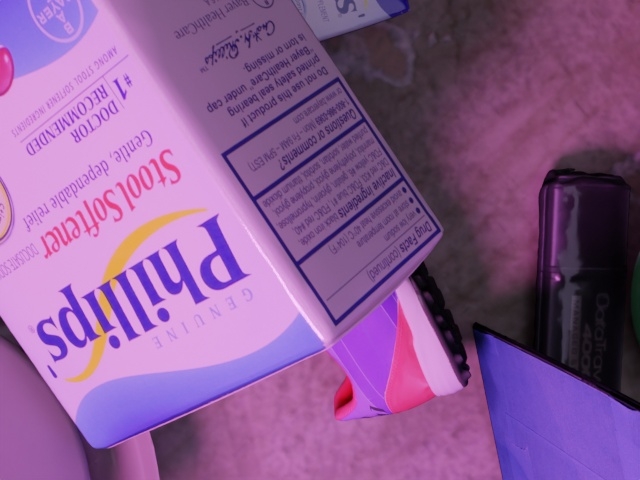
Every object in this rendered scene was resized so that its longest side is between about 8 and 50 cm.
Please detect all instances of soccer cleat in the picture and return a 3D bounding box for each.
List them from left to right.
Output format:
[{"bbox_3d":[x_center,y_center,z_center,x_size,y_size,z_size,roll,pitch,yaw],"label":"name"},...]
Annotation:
[{"bbox_3d":[0.000,0.000,0.982,0.116,0.108,0.318,-25,113,10],"label":"soccer cleat"}]

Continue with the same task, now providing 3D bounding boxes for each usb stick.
[{"bbox_3d":[0.206,0.082,1.068,0.077,0.045,0.278,1,94,-15],"label":"usb stick"}]

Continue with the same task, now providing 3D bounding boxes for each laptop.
[{"bbox_3d":[0.094,0.303,0.897,0.236,0.382,0.408,44,87,-8],"label":"laptop"}]

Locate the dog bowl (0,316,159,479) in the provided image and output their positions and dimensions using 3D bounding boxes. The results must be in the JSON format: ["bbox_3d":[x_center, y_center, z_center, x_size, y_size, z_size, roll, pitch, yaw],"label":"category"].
[{"bbox_3d":[-0.278,0.171,0.889,0.349,0.102,0.348,22,55,-35],"label":"dog bowl"}]

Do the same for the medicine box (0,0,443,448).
[{"bbox_3d":[-0.115,-0.043,0.885,0.289,0.263,0.149,57,44,-5],"label":"medicine box"}]

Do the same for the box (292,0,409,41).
[{"bbox_3d":[-0.019,-0.209,1.002,0.137,0.072,0.126,-19,97,-7],"label":"box"}]

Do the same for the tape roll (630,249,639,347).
[{"bbox_3d":[0.392,0.048,0.969,0.321,0.321,0.077,46,45,-8],"label":"tape roll"}]
